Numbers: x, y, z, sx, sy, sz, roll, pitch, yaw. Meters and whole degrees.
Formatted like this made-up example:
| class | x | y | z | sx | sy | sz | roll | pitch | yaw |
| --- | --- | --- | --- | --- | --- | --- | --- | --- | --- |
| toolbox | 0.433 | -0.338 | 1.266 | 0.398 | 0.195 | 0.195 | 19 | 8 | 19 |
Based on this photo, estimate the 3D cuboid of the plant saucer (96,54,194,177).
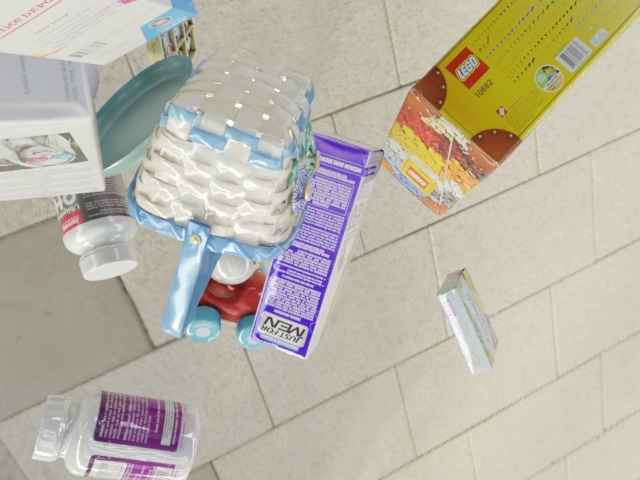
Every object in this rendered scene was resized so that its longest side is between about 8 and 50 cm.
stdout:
| class | x | y | z | sx | sy | sz | roll | pitch | yaw |
| --- | --- | --- | --- | --- | --- | --- | --- | --- | --- |
| plant saucer | -0.363 | -0.239 | 1.201 | 0.317 | 0.317 | 0.044 | -46 | 129 | -2 |

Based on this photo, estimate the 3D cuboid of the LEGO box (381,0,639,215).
| class | x | y | z | sx | sy | sz | roll | pitch | yaw |
| --- | --- | --- | --- | --- | --- | --- | --- | --- | --- |
| LEGO box | 0.366 | -0.319 | 1.165 | 0.193 | 0.372 | 0.500 | 43 | 80 | 4 |

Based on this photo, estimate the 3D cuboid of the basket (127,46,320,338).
| class | x | y | z | sx | sy | sz | roll | pitch | yaw |
| --- | --- | --- | --- | --- | --- | --- | --- | --- | --- |
| basket | -0.115 | -0.055 | 0.726 | 0.200 | 0.255 | 0.289 | 22 | 129 | -7 |

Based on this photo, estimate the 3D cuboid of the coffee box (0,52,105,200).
| class | x | y | z | sx | sy | sz | roll | pitch | yaw |
| --- | --- | --- | --- | --- | --- | --- | --- | --- | --- |
| coffee box | -0.454 | -0.236 | 0.709 | 0.337 | 0.334 | 0.338 | -8 | 84 | -18 |

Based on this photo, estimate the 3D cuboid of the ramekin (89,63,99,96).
| class | x | y | z | sx | sy | sz | roll | pitch | yaw |
| --- | --- | --- | --- | --- | --- | --- | --- | --- | --- |
| ramekin | -0.538 | -0.317 | 1.117 | 0.273 | 0.272 | 0.127 | 46 | 45 | -31 |

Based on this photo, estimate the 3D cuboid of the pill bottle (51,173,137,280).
| class | x | y | z | sx | sy | sz | roll | pitch | yaw |
| --- | --- | --- | --- | --- | --- | --- | --- | --- | --- |
| pill bottle | -0.558 | -0.071 | 1.501 | 0.176 | 0.176 | 0.319 | -17 | 77 | -18 |

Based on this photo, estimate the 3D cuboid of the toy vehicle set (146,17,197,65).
| class | x | y | z | sx | sy | sz | roll | pitch | yaw |
| --- | --- | --- | --- | --- | --- | --- | --- | --- | --- |
| toy vehicle set | -0.336 | -0.474 | 1.365 | 0.035 | 0.267 | 0.166 | 18 | 62 | 4 |

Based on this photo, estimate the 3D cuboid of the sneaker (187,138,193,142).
| class | x | y | z | sx | sy | sz | roll | pitch | yaw |
| --- | --- | --- | --- | --- | --- | --- | --- | --- | --- |
| sneaker | -0.199 | -0.194 | 1.177 | 0.132 | 0.229 | 0.086 | -15 | 133 | -1 |

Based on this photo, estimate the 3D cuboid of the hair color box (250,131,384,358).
| class | x | y | z | sx | sy | sz | roll | pitch | yaw |
| --- | --- | --- | --- | --- | --- | --- | --- | --- | --- |
| hair color box | 0.000 | 0.000 | 1.000 | 0.110 | 0.185 | 0.339 | 20 | 103 | 9 |

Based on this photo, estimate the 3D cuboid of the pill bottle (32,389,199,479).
| class | x | y | z | sx | sy | sz | roll | pitch | yaw |
| --- | --- | --- | --- | --- | --- | --- | --- | --- | --- |
| pill bottle | -0.415 | 0.399 | 1.245 | 0.301 | 0.169 | 0.169 | 16 | 103 | -21 |

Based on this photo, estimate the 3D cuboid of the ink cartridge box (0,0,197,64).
| class | x | y | z | sx | sy | sz | roll | pitch | yaw |
| --- | --- | --- | --- | --- | --- | --- | --- | --- | --- |
| ink cartridge box | -0.182 | -0.174 | 0.412 | 0.104 | 0.181 | 0.062 | -18 | 94 | 23 |

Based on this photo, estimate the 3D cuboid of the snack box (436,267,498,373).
| class | x | y | z | sx | sy | sz | roll | pitch | yaw |
| --- | --- | --- | --- | --- | --- | --- | --- | --- | --- |
| snack box | 0.238 | 0.126 | 0.973 | 0.037 | 0.100 | 0.141 | -22 | 97 | 28 |

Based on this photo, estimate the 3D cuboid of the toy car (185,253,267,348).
| class | x | y | z | sx | sy | sz | roll | pitch | yaw |
| --- | --- | --- | --- | --- | --- | --- | --- | --- | --- |
| toy car | -0.171 | 0.061 | 1.260 | 0.210 | 0.219 | 0.238 | 11 | 126 | -17 |
